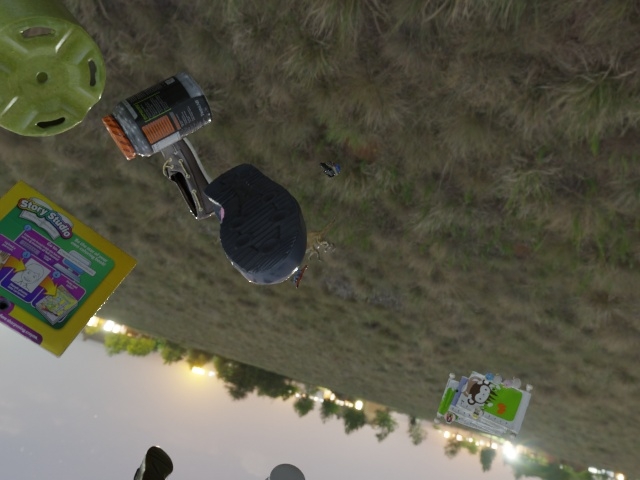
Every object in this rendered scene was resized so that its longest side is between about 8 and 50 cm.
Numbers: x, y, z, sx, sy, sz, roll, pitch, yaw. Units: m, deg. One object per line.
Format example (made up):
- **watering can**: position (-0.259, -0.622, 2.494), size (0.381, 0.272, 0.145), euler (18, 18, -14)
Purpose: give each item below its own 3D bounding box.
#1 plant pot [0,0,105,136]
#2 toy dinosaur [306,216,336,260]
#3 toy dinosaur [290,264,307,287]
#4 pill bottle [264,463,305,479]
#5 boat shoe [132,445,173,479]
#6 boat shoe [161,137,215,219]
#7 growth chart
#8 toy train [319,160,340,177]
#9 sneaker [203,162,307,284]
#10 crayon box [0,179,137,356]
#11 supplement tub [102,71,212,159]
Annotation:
- **plant pot**: position (-0.472, -0.294, 0.725), size (0.254, 0.276, 0.276), euler (40, 172, 22)
- **toy dinosaur**: position (0.000, 0.000, 1.447), size (0.093, 0.183, 0.053), euler (42, 170, 26)
- **toy dinosaur**: position (-0.070, 0.126, 1.751), size (0.090, 0.082, 0.047), euler (48, 176, 35)
- **pill bottle**: position (-0.107, 0.672, 1.221), size (0.121, 0.216, 0.121), euler (13, -154, -7)
- **boat shoe**: position (-0.387, 0.539, 1.087), size (0.080, 0.073, 0.223), euler (44, 172, -10)
- **boat shoe**: position (-0.428, -0.214, 1.508), size (0.324, 0.097, 0.117), euler (57, 144, -2)
- **growth chart**: position (0.437, 0.434, 1.302), size (0.237, 0.171, 0.021), euler (0, 147, 39)
- **toy train**: position (0.025, -0.182, 1.221), size (0.158, 0.036, 0.027), euler (-118, 2, -73)
- **sneaker**: position (-0.073, -0.008, 0.672), size (0.131, 0.112, 0.319), euler (61, 177, -30)
- **crayon box**: position (-0.735, 0.076, 1.269), size (0.363, 0.313, 0.106), euler (39, 151, -14)
- **supplement tub**: position (-0.324, -0.246, 0.966), size (0.117, 0.190, 0.117), euler (50, 162, 23)
